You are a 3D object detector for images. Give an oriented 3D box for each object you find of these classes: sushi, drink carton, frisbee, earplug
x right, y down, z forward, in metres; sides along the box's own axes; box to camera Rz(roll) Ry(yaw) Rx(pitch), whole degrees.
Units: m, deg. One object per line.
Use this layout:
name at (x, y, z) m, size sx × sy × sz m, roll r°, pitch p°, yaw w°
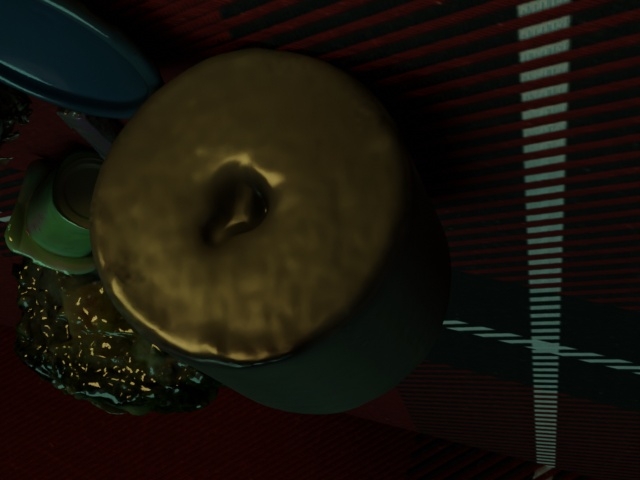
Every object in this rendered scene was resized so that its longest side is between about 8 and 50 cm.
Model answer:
sushi at (-0.265, 0.104, 1.996) m, size 0.352 × 0.294 × 0.178 m, roll 13°, pitch 168°, yaw 8°
drink carton at (-0.319, -0.045, 1.836) m, size 0.144 × 0.146 × 0.142 m, roll 22°, pitch 155°, yaw -21°
frisbee at (-0.281, -0.209, 1.369) m, size 0.290 × 0.049 × 0.289 m, roll 20°, pitch 163°, yaw 6°
earplug at (-0.021, 0.025, 1.435) m, size 0.313 × 0.312 × 0.394 m, roll 11°, pitch 164°, yaw 19°

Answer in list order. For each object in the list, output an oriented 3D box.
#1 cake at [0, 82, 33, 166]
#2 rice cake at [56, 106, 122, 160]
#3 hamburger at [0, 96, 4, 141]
cake at (-0.427, -0.142, 1.684) m, size 0.287 × 0.098 × 0.135 m, roll 9°, pitch 162°, yaw 42°
rice cake at (-0.253, -0.122, 1.672) m, size 0.047 × 0.036 × 0.206 m, roll 21°, pitch 167°, yaw 24°
hamburger at (-0.459, -0.146, 1.543) m, size 0.231 × 0.107 × 0.231 m, roll 13°, pitch 123°, yaw 20°
